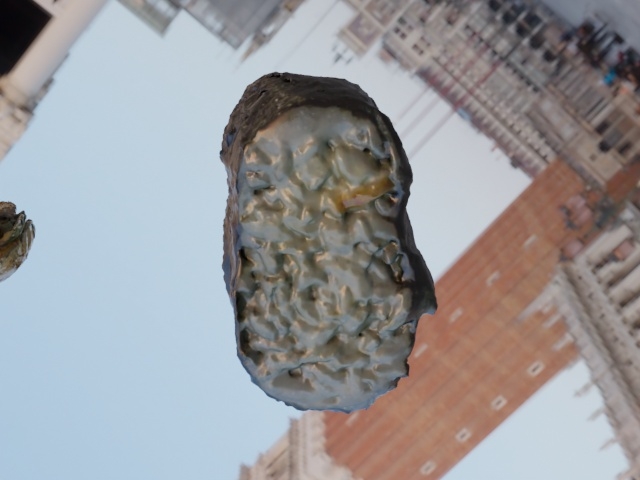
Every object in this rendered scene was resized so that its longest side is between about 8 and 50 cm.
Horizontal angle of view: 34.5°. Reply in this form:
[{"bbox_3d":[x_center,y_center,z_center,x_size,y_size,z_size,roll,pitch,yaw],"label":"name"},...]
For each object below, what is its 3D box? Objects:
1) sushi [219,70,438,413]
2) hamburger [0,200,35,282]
[{"bbox_3d":[0.000,0.000,1.059,0.171,0.210,0.350,-109,9,-71],"label":"sushi"},{"bbox_3d":[-0.355,0.009,1.119,0.176,0.102,0.087,-53,-42,-69],"label":"hamburger"}]
